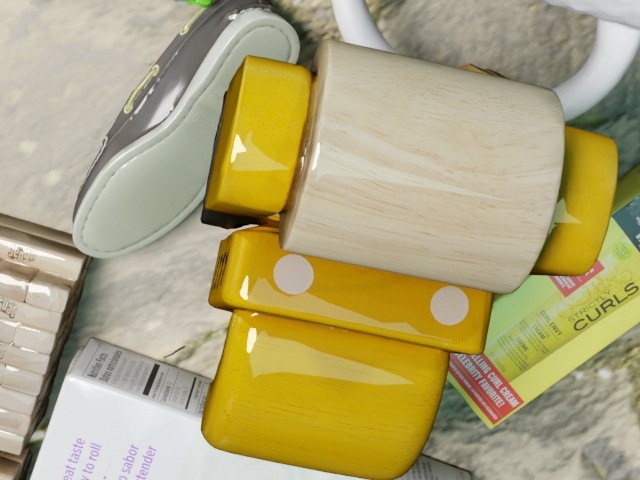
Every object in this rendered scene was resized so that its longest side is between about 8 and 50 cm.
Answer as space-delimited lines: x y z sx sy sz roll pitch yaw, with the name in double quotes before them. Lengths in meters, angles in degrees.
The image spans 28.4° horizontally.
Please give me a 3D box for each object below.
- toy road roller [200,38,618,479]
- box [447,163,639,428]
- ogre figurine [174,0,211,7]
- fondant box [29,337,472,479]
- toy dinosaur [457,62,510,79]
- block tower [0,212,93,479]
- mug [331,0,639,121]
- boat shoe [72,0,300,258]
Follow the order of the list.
"toy road roller" 0.023 0.029 0.776 0.203 0.329 0.240 11 85 -8
"box" 0.193 0.037 0.957 0.232 0.058 0.087 -37 102 9
"ogre figurine" -0.133 -0.262 0.867 0.118 0.097 0.197 -4 116 -10
"fondant box" -0.072 0.248 0.996 0.330 0.096 0.238 20 104 -3
"toy dinosaur" 0.089 -0.079 0.927 0.212 0.064 0.112 26 104 -6
"block tower" -0.268 0.152 0.976 0.097 0.091 0.335 17 103 -3
"mug" 0.133 -0.245 0.786 0.328 0.276 0.374 17 115 4
"boat shoe" -0.106 -0.085 0.927 0.227 0.068 0.081 -48 134 13
